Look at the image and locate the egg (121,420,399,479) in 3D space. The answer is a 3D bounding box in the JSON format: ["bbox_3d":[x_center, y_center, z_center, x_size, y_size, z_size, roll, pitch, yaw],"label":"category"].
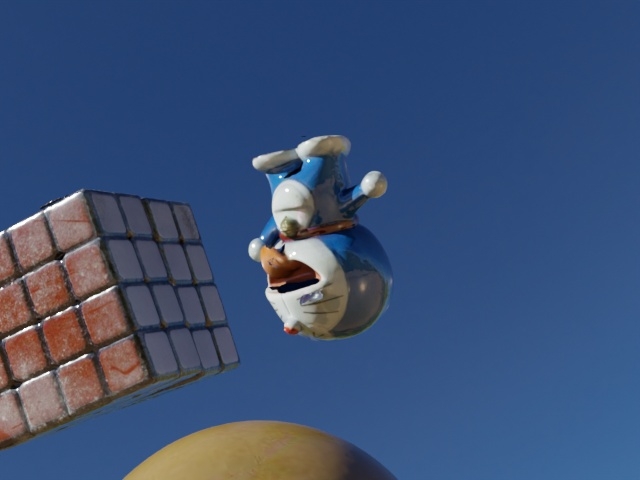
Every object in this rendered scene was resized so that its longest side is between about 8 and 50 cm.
[{"bbox_3d":[-0.048,0.294,0.688,0.301,0.301,0.374,-14,-12,-12],"label":"egg"}]

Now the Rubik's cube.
[{"bbox_3d":[-0.392,0.132,1.542,0.344,0.343,0.337,-22,-9,19],"label":"Rubik's cube"}]

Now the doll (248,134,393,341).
[{"bbox_3d":[0.000,0.000,1.091,0.215,0.257,0.161,-15,2,40],"label":"doll"}]
